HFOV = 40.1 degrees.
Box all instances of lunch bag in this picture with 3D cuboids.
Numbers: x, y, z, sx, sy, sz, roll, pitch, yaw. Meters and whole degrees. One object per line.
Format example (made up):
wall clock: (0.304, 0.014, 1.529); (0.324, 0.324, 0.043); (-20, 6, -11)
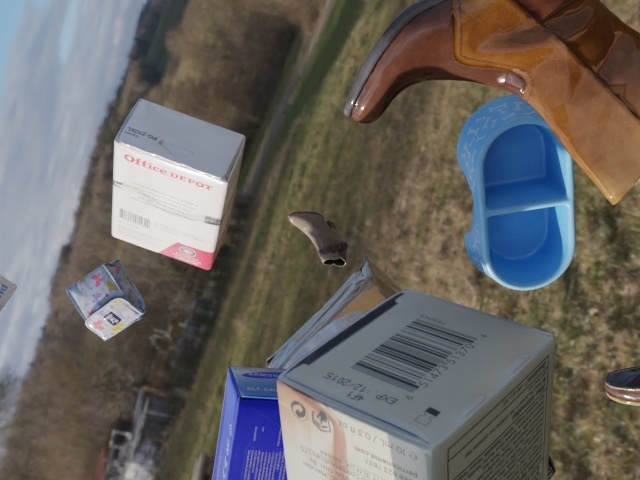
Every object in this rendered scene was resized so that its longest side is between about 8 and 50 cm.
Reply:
lunch bag: (-0.272, 0.078, 1.125); (0.071, 0.083, 0.053); (-31, 0, 16)

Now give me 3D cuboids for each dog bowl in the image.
dog bowl: (0.294, -0.060, 1.284); (0.074, 0.165, 0.297); (-100, 1, -66)

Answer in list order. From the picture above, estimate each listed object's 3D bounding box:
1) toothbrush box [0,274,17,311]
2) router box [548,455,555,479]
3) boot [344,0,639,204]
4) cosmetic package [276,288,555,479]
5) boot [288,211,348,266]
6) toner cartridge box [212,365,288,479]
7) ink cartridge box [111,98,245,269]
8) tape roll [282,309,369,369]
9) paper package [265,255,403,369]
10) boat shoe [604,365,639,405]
toothbrush box: (-0.611, 0.067, 1.218); (0.122, 0.283, 0.206); (15, 69, 51)
router box: (0.236, 0.320, 1.154); (0.122, 0.038, 0.092); (-43, 34, -25)
boot: (0.196, -0.142, 0.870); (0.264, 0.280, 0.096); (-46, 2, 7)
cosmetic package: (0.073, 0.205, 0.629); (0.129, 0.153, 0.296); (17, 122, 38)
boot: (0.000, 0.000, 1.534); (0.042, 0.118, 0.087); (-40, 51, 39)
toner cartridge box: (-0.037, 0.311, 0.933); (0.075, 0.165, 0.348); (-133, 51, -68)
ink cartridge box: (-0.220, -0.080, 1.335); (0.237, 0.171, 0.100); (110, 179, -53)
tape roll: (0.053, 0.255, 1.402); (0.169, 0.246, 0.246); (43, 128, 25)
paper package: (0.102, 0.259, 1.685); (0.309, 0.325, 0.168); (-46, 9, 9)
boat shoe: (0.576, 0.230, 1.457); (0.073, 0.206, 0.073); (64, -145, -31)
